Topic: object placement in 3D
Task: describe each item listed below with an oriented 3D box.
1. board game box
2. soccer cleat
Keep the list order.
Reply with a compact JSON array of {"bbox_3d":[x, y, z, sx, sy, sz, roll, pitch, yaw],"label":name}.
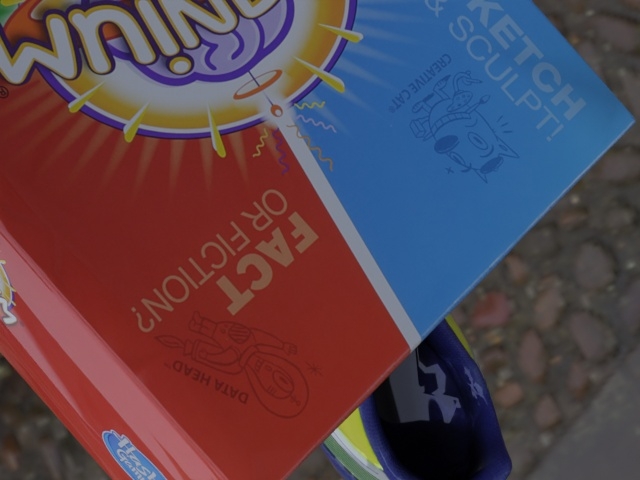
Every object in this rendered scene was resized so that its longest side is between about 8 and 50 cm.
[{"bbox_3d":[-0.066,-0.087,0.656,0.316,0.242,0.064,48,146,-2],"label":"board game box"},{"bbox_3d":[0.001,0.000,0.815,0.289,0.093,0.121,60,159,-17],"label":"soccer cleat"}]
